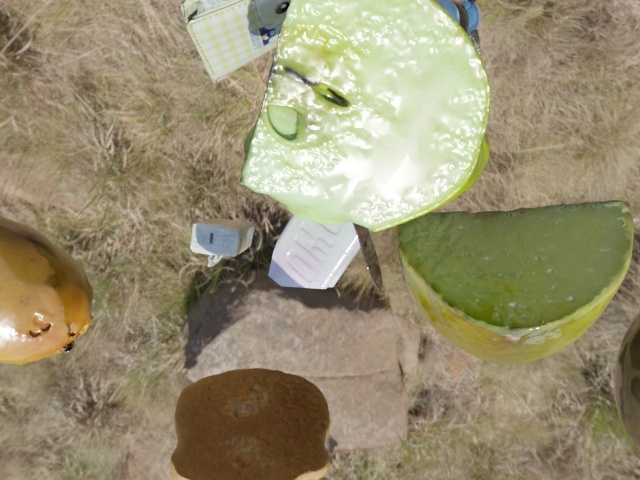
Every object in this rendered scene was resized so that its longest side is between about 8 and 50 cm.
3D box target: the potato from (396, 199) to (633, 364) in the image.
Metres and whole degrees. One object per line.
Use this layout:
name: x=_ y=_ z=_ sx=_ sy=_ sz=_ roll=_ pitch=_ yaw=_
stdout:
potato: x=0.284 y=0.109 z=0.788 sx=0.329 sy=0.213 sz=0.280 roll=-2 pitch=142 yaw=25

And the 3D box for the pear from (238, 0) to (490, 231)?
pear: x=0.066 y=-0.155 z=0.597 sx=0.281 sy=0.176 sz=0.287 roll=17 pitch=113 yaw=-5

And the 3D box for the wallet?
wallet: x=-0.077 y=-0.401 z=0.878 sx=0.309 sy=0.223 sz=0.077 roll=-31 pitch=86 yaw=-4

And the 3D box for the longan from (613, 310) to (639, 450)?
longan: x=0.561 y=0.199 z=0.737 sx=0.243 sy=0.300 sz=0.301 roll=29 pitch=131 yaw=30

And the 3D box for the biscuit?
biscuit: x=-0.161 y=0.458 z=1.253 sx=0.384 sy=0.365 sz=0.063 roll=5 pitch=121 yaw=-10

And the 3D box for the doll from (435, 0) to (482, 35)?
doll: x=0.342 y=-0.601 z=1.445 sx=0.141 sy=0.314 sz=0.177 roll=46 pitch=142 yaw=12

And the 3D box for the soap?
soap: x=0.000 y=0.000 z=1.507 sx=0.208 sy=0.115 sz=0.347 roll=39 pitch=109 yaw=15

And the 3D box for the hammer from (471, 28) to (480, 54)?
hammer: x=0.184 y=-0.349 z=0.856 sx=0.201 sy=0.021 sz=0.078 roll=45 pitch=139 yaw=21

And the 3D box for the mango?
mango: x=-0.368 y=0.039 z=0.552 sx=0.248 sy=0.156 sz=0.151 roll=25 pitch=110 yaw=-12

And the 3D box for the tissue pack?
tissue pack: x=-0.331 y=0.010 z=1.746 sx=0.158 sy=0.229 sz=0.145 roll=9 pitch=99 yaw=3

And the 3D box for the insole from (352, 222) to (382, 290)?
insole: x=0.107 y=-0.016 z=1.304 sx=0.007 sy=0.111 sz=0.328 roll=-13 pitch=115 yaw=21
